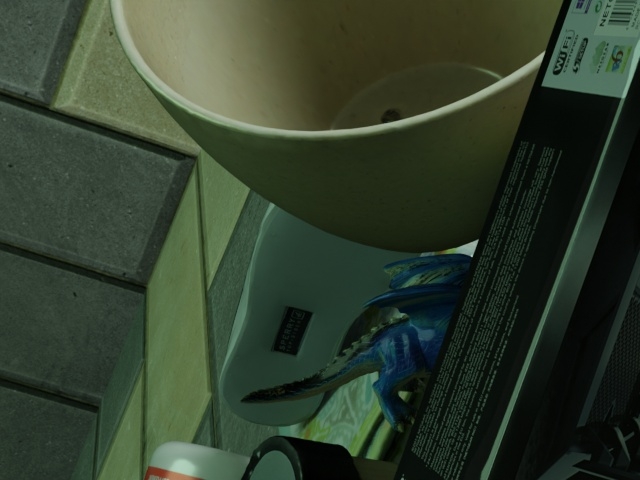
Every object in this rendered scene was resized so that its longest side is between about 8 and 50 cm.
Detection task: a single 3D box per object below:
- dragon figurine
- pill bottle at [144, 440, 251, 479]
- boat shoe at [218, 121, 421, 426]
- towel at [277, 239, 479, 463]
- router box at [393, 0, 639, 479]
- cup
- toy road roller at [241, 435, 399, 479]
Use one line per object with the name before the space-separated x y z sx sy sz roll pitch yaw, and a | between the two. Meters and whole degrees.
dragon figurine | 0.082 0.060 1.035 0.085 0.289 0.144 -55 -38 -65
pill bottle | -0.129 0.384 1.457 0.181 0.181 0.323 154 132 -71
boat shoe | 0.008 0.004 1.228 0.367 0.136 0.156 112 172 -45
towel | 0.065 0.097 1.290 0.320 0.090 0.374 -64 16 16
router box | 0.186 0.031 0.581 0.309 0.243 0.081 -70 20 4
cup | 0.053 -0.125 0.939 0.237 0.331 0.331 68 -155 -52
toy road roller | 0.024 0.304 0.920 0.329 0.202 0.240 -61 31 26
